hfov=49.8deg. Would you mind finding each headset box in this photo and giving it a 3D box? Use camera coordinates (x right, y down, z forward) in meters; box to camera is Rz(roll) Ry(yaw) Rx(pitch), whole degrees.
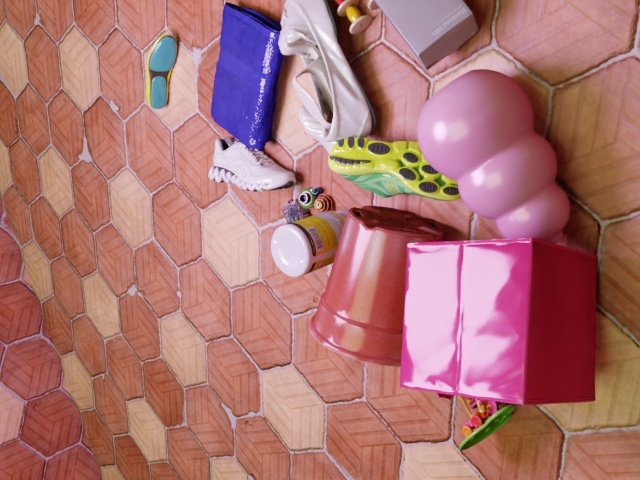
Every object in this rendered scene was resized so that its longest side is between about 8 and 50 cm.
[{"bbox_3d":[-0.057,-0.064,1.717,0.062,0.032,0.083,-28,85,46],"label":"headset box"}]

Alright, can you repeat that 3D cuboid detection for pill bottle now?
[{"bbox_3d":[0.000,0.000,1.556,0.119,0.208,0.119,16,114,40],"label":"pill bottle"}]

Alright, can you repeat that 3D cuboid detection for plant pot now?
[{"bbox_3d":[0.132,0.080,1.436,0.272,0.272,0.265,24,111,37],"label":"plant pot"}]

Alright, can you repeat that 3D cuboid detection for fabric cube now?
[{"bbox_3d":[0.314,0.142,1.215,0.259,0.254,0.258,-4,81,46],"label":"fabric cube"}]

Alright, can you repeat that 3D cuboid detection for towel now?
[{"bbox_3d":[-0.174,-0.403,1.696,0.227,0.076,0.308,41,129,36],"label":"towel"}]

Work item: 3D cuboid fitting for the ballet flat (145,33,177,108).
[{"bbox_3d":[-0.459,-0.483,1.944,0.077,0.077,0.231,54,138,40],"label":"ballet flat"}]

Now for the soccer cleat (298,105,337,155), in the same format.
[{"bbox_3d":[0.025,-0.237,1.560,0.196,0.068,0.076,54,129,7],"label":"soccer cleat"}]

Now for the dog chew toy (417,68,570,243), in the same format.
[{"bbox_3d":[0.318,-0.133,1.220,0.206,0.206,0.332,-35,87,45],"label":"dog chew toy"}]

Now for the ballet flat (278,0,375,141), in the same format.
[{"bbox_3d":[-0.013,-0.391,1.476,0.139,0.139,0.400,-26,86,46],"label":"ballet flat"}]

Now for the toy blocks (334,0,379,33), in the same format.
[{"bbox_3d":[0.065,-0.524,1.426,0.148,0.054,0.123,58,135,13],"label":"toy blocks"}]

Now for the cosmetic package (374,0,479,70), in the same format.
[{"bbox_3d":[0.174,-0.452,1.284,0.127,0.107,0.238,-38,72,13],"label":"cosmetic package"}]

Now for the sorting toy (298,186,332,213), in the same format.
[{"bbox_3d":[-0.018,-0.098,1.650,0.102,0.042,0.061,21,102,27],"label":"sorting toy"}]

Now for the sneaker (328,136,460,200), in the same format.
[{"bbox_3d":[0.163,-0.146,1.436,0.295,0.123,0.110,17,79,24],"label":"sneaker"}]

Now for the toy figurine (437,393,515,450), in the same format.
[{"bbox_3d":[0.305,0.323,1.434,0.159,0.130,0.173,56,148,28],"label":"toy figurine"}]

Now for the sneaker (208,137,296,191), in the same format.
[{"bbox_3d":[-0.179,-0.192,1.746,0.292,0.110,0.118,17,108,39],"label":"sneaker"}]
